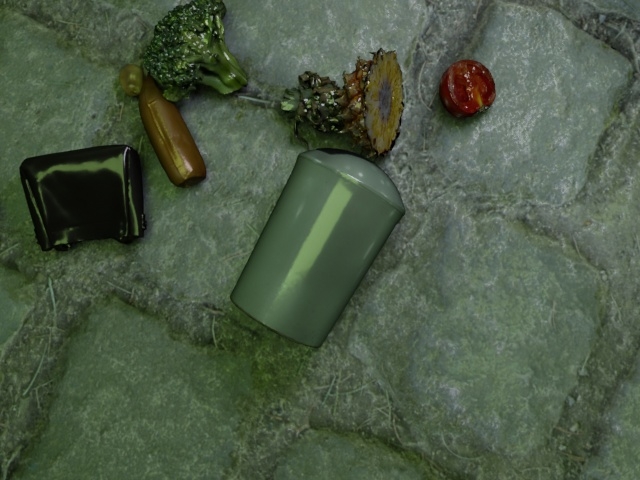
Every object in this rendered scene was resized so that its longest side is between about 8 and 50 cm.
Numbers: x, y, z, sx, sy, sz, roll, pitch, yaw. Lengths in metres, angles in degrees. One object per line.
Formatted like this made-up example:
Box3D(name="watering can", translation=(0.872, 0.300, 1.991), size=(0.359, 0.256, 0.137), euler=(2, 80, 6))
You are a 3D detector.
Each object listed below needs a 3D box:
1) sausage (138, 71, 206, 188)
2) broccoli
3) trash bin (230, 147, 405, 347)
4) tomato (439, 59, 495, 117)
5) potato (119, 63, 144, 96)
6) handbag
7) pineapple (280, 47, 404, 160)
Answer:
Box3D(name="sausage", translation=(-0.390, -0.286, 1.475), size=(0.112, 0.112, 0.328), euler=(-26, 84, 2))
Box3D(name="broccoli", translation=(-0.301, -0.467, 1.464), size=(0.288, 0.248, 0.246), euler=(-45, 120, -11))
Box3D(name="trash bin", translation=(0.000, 0.000, 1.349), size=(0.280, 0.280, 0.432), euler=(29, 91, 6))
Box3D(name="tomato", translation=(0.351, -0.366, 1.443), size=(0.159, 0.091, 0.139), euler=(-30, 94, -26))
Box3D(name="potato", translation=(-0.489, -0.415, 1.516), size=(0.068, 0.062, 0.083), euler=(-28, 52, 28))
Box3D(name="handbag", translation=(-0.590, -0.106, 1.476), size=(0.285, 0.113, 0.257), euler=(-8, 91, -4))
Box3D(name="pineapple", translation=(0.040, -0.335, 1.422), size=(0.271, 0.262, 0.263), euler=(9, 86, 28))
